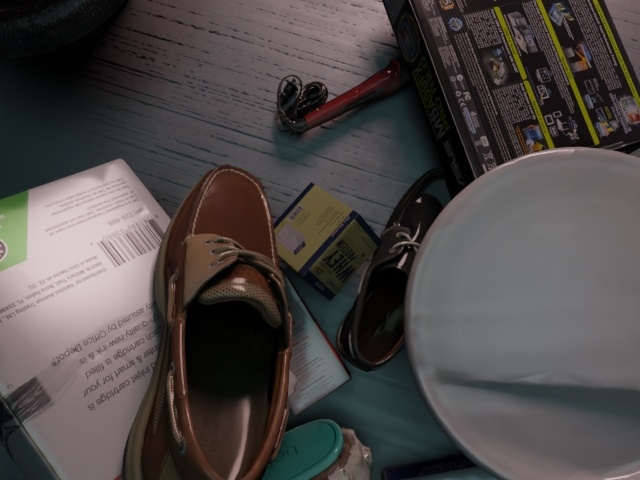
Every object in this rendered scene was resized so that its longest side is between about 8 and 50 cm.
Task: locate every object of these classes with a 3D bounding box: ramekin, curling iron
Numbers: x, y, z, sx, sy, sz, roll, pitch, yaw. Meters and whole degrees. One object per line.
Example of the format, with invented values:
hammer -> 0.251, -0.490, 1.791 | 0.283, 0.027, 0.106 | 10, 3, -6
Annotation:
ramekin -> 0.204, 0.069, 0.482 | 0.272, 0.127, 0.273 | -1, 82, 6
curling iron -> 0.071, -0.194, 0.627 | 0.273, 0.035, 0.068 | -23, 81, 0

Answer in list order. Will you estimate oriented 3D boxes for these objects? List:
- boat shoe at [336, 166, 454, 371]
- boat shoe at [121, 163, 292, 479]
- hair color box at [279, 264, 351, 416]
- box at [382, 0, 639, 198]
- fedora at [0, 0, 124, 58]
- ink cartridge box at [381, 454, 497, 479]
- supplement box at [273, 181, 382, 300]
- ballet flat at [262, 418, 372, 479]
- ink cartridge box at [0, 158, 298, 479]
boat shoe -> 0.092, 0.027, 0.574 | 0.084, 0.079, 0.233 | 27, 82, 6
boat shoe -> -0.069, 0.057, 0.449 | 0.123, 0.116, 0.325 | 16, 50, -26
hair color box -> -0.034, 0.102, 0.586 | 0.072, 0.043, 0.141 | -32, 83, -2
box -> 0.202, -0.196, 0.587 | 0.216, 0.060, 0.270 | -16, 82, -13
fedora -> -0.291, -0.331, 0.606 | 0.333, 0.152, 0.334 | 0, 82, 3
ink cartridge box -> 0.249, 0.360, 0.522 | 0.323, 0.071, 0.330 | -12, 80, 1
supplement box -> 0.000, 0.000, 0.573 | 0.083, 0.056, 0.083 | -48, 46, -4
ballet flat -> -0.130, 0.305, 0.523 | 0.408, 0.147, 0.147 | -20, 81, 0
ink cartridge box -> -0.195, 0.095, 0.506 | 0.289, 0.121, 0.211 | 51, 46, 8
